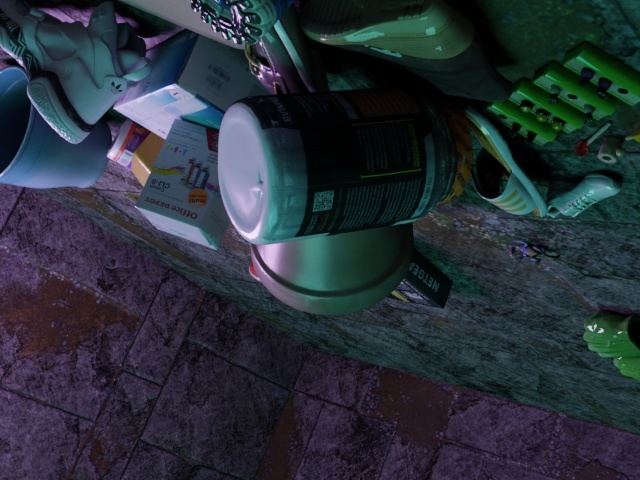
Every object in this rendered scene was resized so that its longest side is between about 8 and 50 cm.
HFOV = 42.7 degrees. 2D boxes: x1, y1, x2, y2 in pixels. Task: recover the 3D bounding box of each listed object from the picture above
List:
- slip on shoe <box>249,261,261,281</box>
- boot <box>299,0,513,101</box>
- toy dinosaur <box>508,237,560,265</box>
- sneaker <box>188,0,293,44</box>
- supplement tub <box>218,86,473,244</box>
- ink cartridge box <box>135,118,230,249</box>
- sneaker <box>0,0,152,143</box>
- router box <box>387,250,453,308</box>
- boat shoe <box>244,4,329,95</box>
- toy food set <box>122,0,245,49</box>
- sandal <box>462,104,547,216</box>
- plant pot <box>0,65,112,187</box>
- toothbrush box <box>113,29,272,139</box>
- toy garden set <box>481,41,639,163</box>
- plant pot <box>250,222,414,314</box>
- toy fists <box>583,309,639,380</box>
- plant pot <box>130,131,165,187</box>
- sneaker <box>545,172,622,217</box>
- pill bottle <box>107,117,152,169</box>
[{"bbox_3d":[-0.132,0.058,2.497,0.101,0.123,0.331,52,156,-16],"label":"slip on shoe"},{"bbox_3d":[0.109,-0.247,1.081,0.248,0.090,0.207,15,168,42],"label":"boot"},{"bbox_3d":[0.425,0.028,1.672,0.090,0.047,0.082,17,-174,-19],"label":"toy dinosaur"},{"bbox_3d":[-0.143,-0.365,0.965,0.330,0.147,0.130,41,156,16],"label":"sneaker"},{"bbox_3d":[0.038,-0.115,1.187,0.338,0.207,0.207,-8,180,-27],"label":"supplement tub"},{"bbox_3d":[-0.216,-0.095,1.429,0.128,0.176,0.127,18,166,13],"label":"ink cartridge box"},{"bbox_3d":[-0.441,-0.352,1.464,0.366,0.210,0.137,54,-179,29],"label":"sneaker"},{"bbox_3d":[0.160,0.065,2.111,0.243,0.081,0.309,9,160,43],"label":"router box"},{"bbox_3d":[-0.055,-0.256,1.176,0.091,0.109,0.305,-11,166,10],"label":"boat shoe"},{"bbox_3d":[-0.212,-0.380,1.135,0.306,0.092,0.220,23,177,4],"label":"toy food set"},{"bbox_3d":[0.268,-0.110,1.285,0.265,0.076,0.102,43,-170,-41],"label":"sandal"},{"bbox_3d":[-0.648,-0.242,1.945,0.272,0.271,0.255,10,176,41],"label":"plant pot"},{"bbox_3d":[-0.207,-0.252,1.465,0.216,0.126,0.295,31,165,-30],"label":"toothbrush box"},{"bbox_3d":[0.357,-0.155,1.105,0.204,0.049,0.244,26,165,-12],"label":"toy garden set"},{"bbox_3d":[0.016,-0.067,1.511,0.323,0.323,0.280,19,149,16],"label":"plant pot"},{"bbox_3d":[0.722,0.247,1.891,0.279,0.096,0.142,33,153,-28],"label":"toy fists"},{"bbox_3d":[-0.290,-0.165,1.767,0.187,0.212,0.212,37,163,-7],"label":"plant pot"},{"bbox_3d":[0.416,-0.067,1.307,0.054,0.061,0.152,30,162,-19],"label":"sneaker"},{"bbox_3d":[-0.400,-0.201,1.962,0.193,0.108,0.108,29,164,-20],"label":"pill bottle"}]
